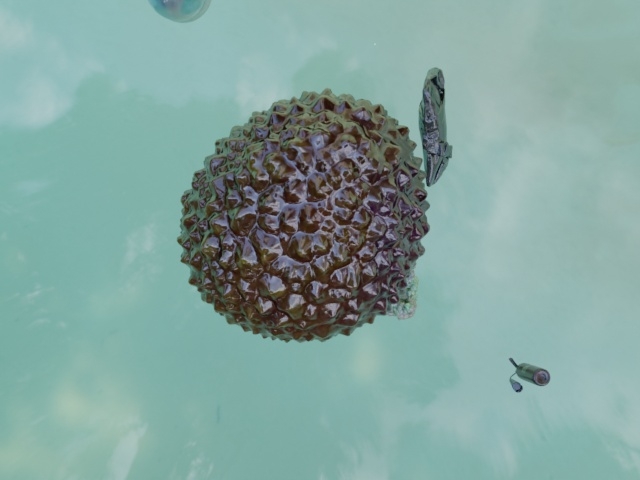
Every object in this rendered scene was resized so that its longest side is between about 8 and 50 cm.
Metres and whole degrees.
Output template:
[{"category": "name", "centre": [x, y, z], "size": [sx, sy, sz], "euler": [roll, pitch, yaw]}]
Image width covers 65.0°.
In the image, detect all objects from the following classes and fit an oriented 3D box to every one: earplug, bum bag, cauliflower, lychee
[{"category": "earplug", "centre": [-0.376, -0.647, 1.288], "size": [0.185, 0.324, 0.185], "euler": [-4, 118, -8]}, {"category": "bum bag", "centre": [0.244, -0.233, 1.065], "size": [0.060, 0.123, 0.248], "euler": [-1, 127, 26]}, {"category": "cauliflower", "centre": [0.141, 0.134, 1.435], "size": [0.256, 0.315, 0.238], "euler": [-17, 96, 48]}, {"category": "lychee", "centre": [-0.010, -0.029, 0.493], "size": [0.272, 0.271, 0.271], "euler": [2, 111, 5]}]

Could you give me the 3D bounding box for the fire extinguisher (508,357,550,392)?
[{"category": "fire extinguisher", "centre": [0.283, 0.193, 0.703], "size": [0.032, 0.100, 0.046], "euler": [32, 84, 7]}]
